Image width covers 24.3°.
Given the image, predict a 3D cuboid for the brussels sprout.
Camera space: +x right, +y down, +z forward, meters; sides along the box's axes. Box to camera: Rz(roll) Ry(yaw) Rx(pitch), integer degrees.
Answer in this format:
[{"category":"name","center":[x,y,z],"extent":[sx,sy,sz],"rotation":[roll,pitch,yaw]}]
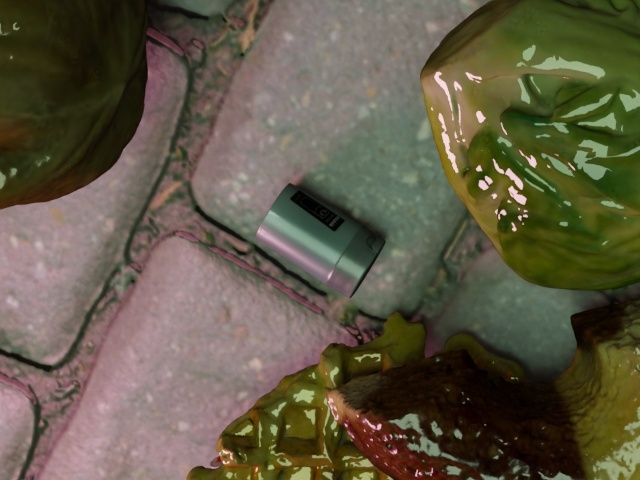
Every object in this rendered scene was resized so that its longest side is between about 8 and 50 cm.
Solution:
[{"category":"brussels sprout","center":[0.171,-0.067,0.974],"extent":[0.223,0.161,0.223],"rotation":[20,130,26]}]

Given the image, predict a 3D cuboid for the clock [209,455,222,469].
[{"category":"clock","center":[-0.030,0.205,1.180],"extent":[0.129,0.041,0.087],"rotation":[-6,104,13]}]

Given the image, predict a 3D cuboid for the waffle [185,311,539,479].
[{"category":"waffle","center":[0.060,0.224,1.122],"extent":[0.325,0.068,0.302],"rotation":[-42,93,10]}]

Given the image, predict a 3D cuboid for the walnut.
[{"category":"walnut","center":[-0.255,-0.132,1.026],"extent":[0.282,0.283,0.227],"rotation":[2,150,15]}]

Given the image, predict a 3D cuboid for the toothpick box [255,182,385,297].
[{"category":"toothpick box","center":[0.000,0.000,1.096],"extent":[0.083,0.052,0.052],"rotation":[31,114,4]}]

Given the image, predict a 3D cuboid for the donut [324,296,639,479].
[{"category":"donut","center":[0.158,0.138,1.024],"extent":[0.295,0.112,0.151],"rotation":[-15,92,6]}]
